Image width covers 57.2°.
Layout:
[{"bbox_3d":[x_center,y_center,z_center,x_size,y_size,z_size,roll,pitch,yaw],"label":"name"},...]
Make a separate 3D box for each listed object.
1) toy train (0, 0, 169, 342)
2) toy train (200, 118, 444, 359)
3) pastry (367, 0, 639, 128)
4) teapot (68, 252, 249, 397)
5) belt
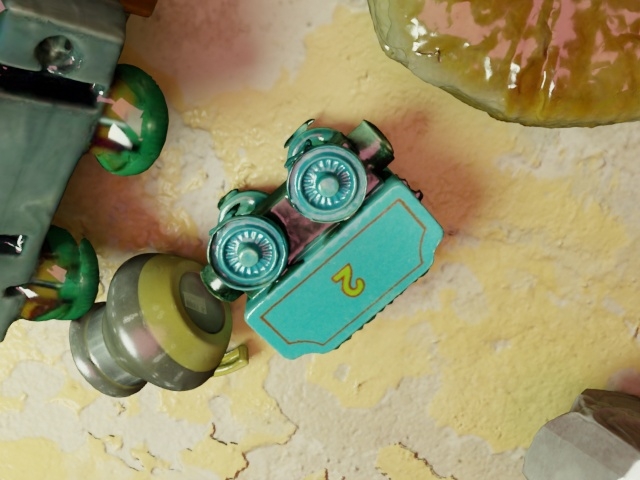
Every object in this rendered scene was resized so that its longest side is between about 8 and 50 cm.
[{"bbox_3d":[-0.275,-0.087,0.443,0.249,0.178,0.429,48,118,28],"label":"toy train"},{"bbox_3d":[0.000,0.000,0.521,0.203,0.112,0.163,-41,106,11],"label":"toy train"},{"bbox_3d":[0.189,-0.239,0.451,0.329,0.136,0.330,0,104,1],"label":"pastry"},{"bbox_3d":[-0.141,0.088,0.544,0.119,0.130,0.165,-27,135,21],"label":"teapot"},{"bbox_3d":[0.346,0.245,0.523,0.323,0.227,0.115,22,100,-7],"label":"belt"}]
